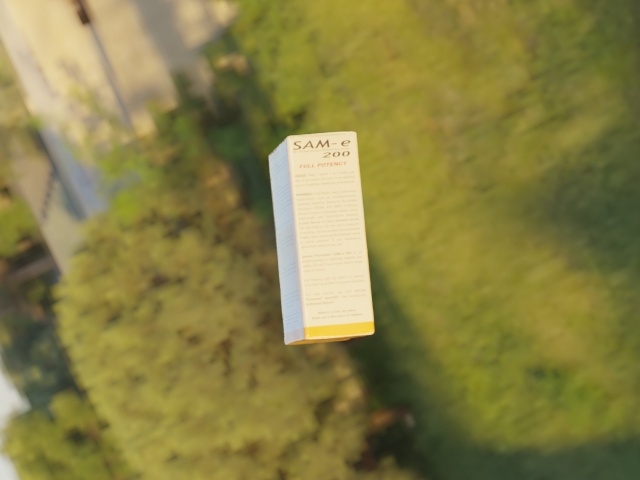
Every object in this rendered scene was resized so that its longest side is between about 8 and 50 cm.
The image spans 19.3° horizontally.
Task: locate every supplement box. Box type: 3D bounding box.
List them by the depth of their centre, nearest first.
[{"bbox_3d":[0.000,0.000,0.920,0.062,0.036,0.098,154,112,-78],"label":"supplement box"}]
